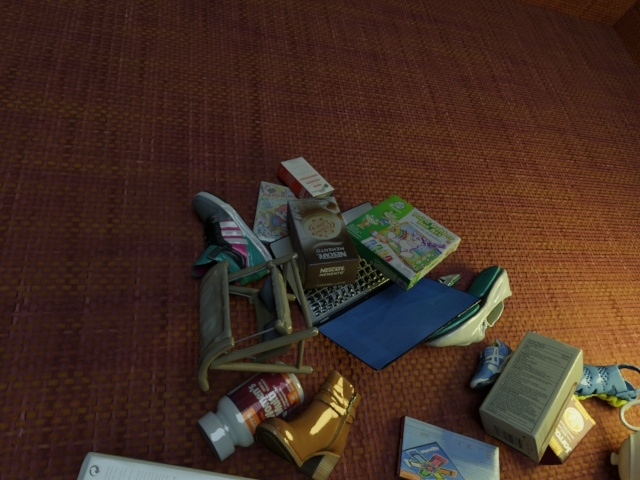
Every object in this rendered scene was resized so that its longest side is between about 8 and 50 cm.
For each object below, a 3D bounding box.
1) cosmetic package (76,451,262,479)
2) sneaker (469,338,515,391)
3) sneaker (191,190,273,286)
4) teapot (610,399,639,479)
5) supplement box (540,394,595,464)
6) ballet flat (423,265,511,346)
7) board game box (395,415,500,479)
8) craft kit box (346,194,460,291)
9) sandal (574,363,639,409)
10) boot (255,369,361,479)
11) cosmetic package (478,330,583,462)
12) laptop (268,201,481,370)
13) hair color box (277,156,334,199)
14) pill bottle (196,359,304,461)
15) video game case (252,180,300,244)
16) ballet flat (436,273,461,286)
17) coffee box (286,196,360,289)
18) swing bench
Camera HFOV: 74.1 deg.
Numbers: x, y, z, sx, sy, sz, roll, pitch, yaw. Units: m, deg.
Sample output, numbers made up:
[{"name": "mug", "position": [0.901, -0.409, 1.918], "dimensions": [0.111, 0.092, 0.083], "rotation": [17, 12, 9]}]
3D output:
[{"name": "cosmetic package", "position": [-0.254, 0.514, 0.795], "dimensions": [0.384, 0.217, 0.156], "rotation": [16, 58, -9]}, {"name": "sneaker", "position": [0.488, 0.363, 1.232], "dimensions": [0.211, 0.080, 0.081], "rotation": [-23, 65, -39]}, {"name": "sneaker", "position": [-0.281, 0.012, 1.120], "dimensions": [0.295, 0.124, 0.178], "rotation": [46, 48, 7]}, {"name": "teapot", "position": [0.916, 0.624, 1.173], "dimensions": [0.256, 0.186, 0.253], "rotation": [-30, 117, -50]}, {"name": "supplement box", "position": [0.667, 0.528, 1.196], "dimensions": [0.188, 0.081, 0.104], "rotation": [-26, 74, -29]}, {"name": "ballet flat", "position": [0.465, 0.225, 1.274], "dimensions": [0.400, 0.139, 0.139], "rotation": [-35, 78, -32]}, {"name": "board game box", "position": [0.330, 0.563, 1.082], "dimensions": [0.281, 0.027, 0.145], "rotation": [21, 52, -8]}, {"name": "craft kit box", "position": [0.226, -0.004, 1.205], "dimensions": [0.249, 0.061, 0.246], "rotation": [38, 49, 26]}, {"name": "sandal", "position": [0.845, 0.413, 1.281], "dimensions": [0.316, 0.138, 0.126], "rotation": [13, 43, -14]}, {"name": "boot", "position": [-0.008, 0.389, 0.942], "dimensions": [0.283, 0.108, 0.220], "rotation": [53, 57, -34]}, {"name": "cosmetic package", "position": [0.576, 0.412, 1.150], "dimensions": [0.296, 0.153, 0.129], "rotation": [-42, 126, -25]}, {"name": "laptop", "position": [0.139, 0.084, 1.151], "dimensions": [0.381, 0.236, 0.408], "rotation": [-24, 82, -30]}, {"name": "hair color box", "position": [-0.047, -0.183, 1.322], "dimensions": [0.093, 0.053, 0.167], "rotation": [-23, 59, -39]}, {"name": "pill bottle", "position": [-0.155, 0.380, 0.956], "dimensions": [0.221, 0.121, 0.121], "rotation": [-30, 75, -31]}, {"name": "video game case", "position": [-0.084, -0.068, 1.285], "dimensions": [0.226, 0.026, 0.207], "rotation": [12, 59, -13]}, {"name": "ballet flat", "position": [0.375, 0.142, 1.320], "dimensions": [0.168, 0.057, 0.052], "rotation": [-35, 68, -32]}, {"name": "coffee box", "position": [0.000, 0.000, 1.130], "dimensions": [0.141, 0.098, 0.247], "rotation": [-6, 47, -15]}, {"name": "swing bench", "position": [-0.159, 0.175, 0.975], "dimensions": [0.254, 0.165, 0.253], "rotation": [-4, 40, -13]}]
